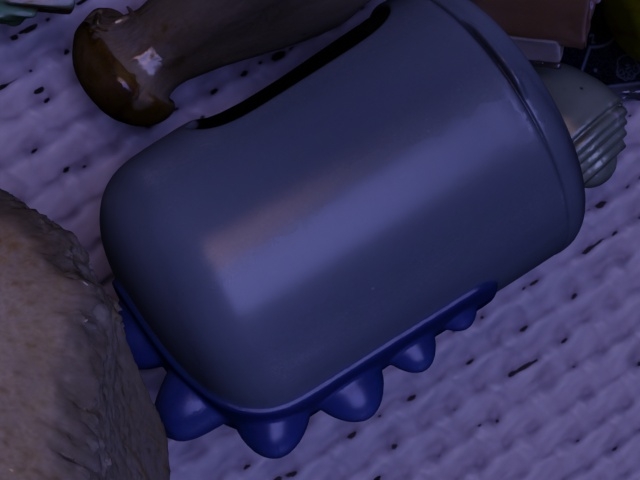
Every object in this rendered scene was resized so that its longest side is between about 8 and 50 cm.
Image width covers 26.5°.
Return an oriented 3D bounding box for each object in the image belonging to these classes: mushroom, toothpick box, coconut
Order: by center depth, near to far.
[{"bbox_3d":[-0.270,0.171,0.886,0.345,0.415,0.415,16,88,-8],"label":"coconut"},{"bbox_3d":[-0.031,-0.203,1.006,0.350,0.128,0.128,-32,102,12],"label":"mushroom"},{"bbox_3d":[0.000,0.000,1.013,0.355,0.263,0.263,-32,101,-12],"label":"toothpick box"}]

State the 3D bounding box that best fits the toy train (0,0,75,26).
[{"bbox_3d":[-0.225,-0.315,0.976,0.129,0.159,0.326,2,96,-14],"label":"toy train"}]

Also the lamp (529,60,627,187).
[{"bbox_3d":[0.168,-0.118,1.118,0.106,0.106,0.193,-43,82,-11],"label":"lamp"}]

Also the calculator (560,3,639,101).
[{"bbox_3d":[0.240,-0.255,1.185,0.166,0.028,0.274,-8,95,-16],"label":"calculator"}]

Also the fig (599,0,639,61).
[{"bbox_3d":[0.306,-0.210,1.138,0.153,0.121,0.135,10,92,4],"label":"fig"}]

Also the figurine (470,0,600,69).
[{"bbox_3d":[0.180,-0.257,1.065,0.163,0.141,0.236,9,56,22],"label":"figurine"}]
